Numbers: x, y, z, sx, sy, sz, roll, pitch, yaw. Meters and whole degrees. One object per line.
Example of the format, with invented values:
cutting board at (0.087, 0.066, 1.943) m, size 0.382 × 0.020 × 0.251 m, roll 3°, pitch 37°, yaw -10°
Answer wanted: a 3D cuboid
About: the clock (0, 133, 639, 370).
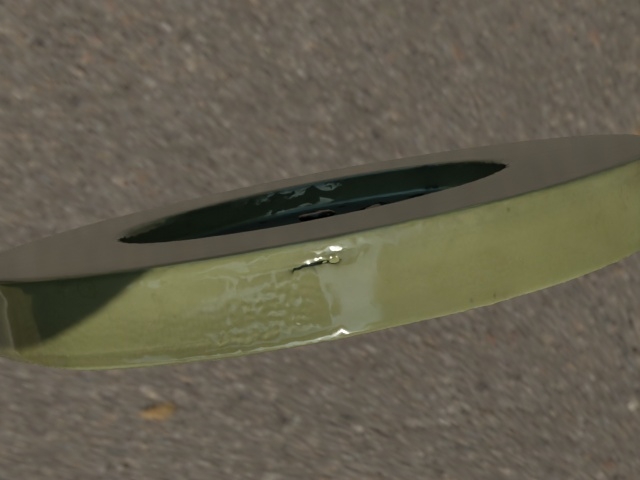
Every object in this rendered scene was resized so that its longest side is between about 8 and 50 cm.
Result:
clock at (0.000, 0.000, 0.587) m, size 0.235 × 0.235 × 0.029 m, roll -9°, pitch 97°, yaw 12°
